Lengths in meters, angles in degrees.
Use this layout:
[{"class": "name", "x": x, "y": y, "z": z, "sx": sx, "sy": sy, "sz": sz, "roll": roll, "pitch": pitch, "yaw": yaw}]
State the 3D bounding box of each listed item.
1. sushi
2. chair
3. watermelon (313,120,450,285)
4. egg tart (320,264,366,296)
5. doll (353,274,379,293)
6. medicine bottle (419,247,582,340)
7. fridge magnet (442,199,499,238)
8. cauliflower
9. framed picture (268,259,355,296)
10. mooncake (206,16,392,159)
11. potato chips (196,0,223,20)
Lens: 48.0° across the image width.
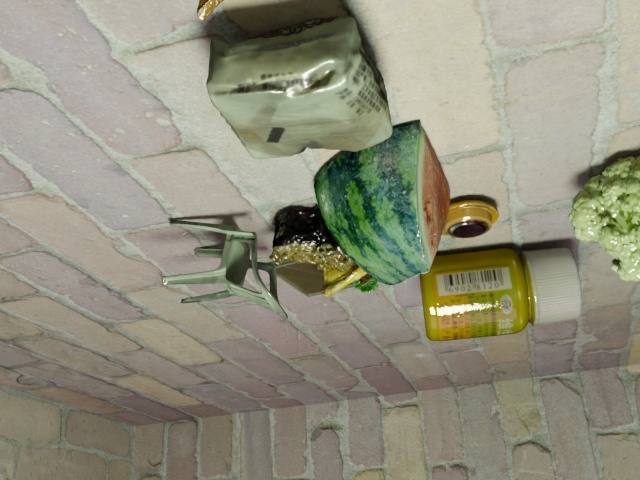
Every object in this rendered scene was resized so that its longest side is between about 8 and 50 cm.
[{"class": "sushi", "x": 0.000, "y": 0.000, "z": 1.630, "sx": 0.212, "sy": 0.115, "sz": 0.147, "roll": 14, "pitch": 151, "yaw": -31}, {"class": "chair", "x": -0.200, "y": 0.074, "z": 1.629, "sx": 0.274, "sy": 0.191, "sz": 0.203, "roll": 1, "pitch": 156, "yaw": 14}, {"class": "watermelon", "x": 0.177, "y": -0.078, "z": 1.410, "sx": 0.292, "sy": 0.283, "sz": 0.250, "roll": -23, "pitch": 176, "yaw": -19}, {"class": "egg tart", "x": 0.071, "y": 0.066, "z": 1.777, "sx": 0.191, "sy": 0.074, "sz": 0.191, "roll": -32, "pitch": 180, "yaw": 0}, {"class": "doll", "x": 0.127, "y": 0.099, "z": 1.943, "sx": 0.078, "sy": 0.077, "sz": 0.113, "roll": -42, "pitch": 177, "yaw": 11}, {"class": "medicine bottle", "x": 0.452, "y": 0.132, "z": 1.844, "sx": 0.384, "sy": 0.224, "sz": 0.224, "roll": -8, "pitch": 155, "yaw": 7}, {"class": "fridge magnet", "x": 0.333, "y": -0.048, "z": 1.630, "sx": 0.143, "sy": 0.063, "sz": 0.143, "roll": 0, "pitch": 156, "yaw": 0}, {"class": "cauliflower", "x": 0.683, "y": -0.036, "z": 1.475, "sx": 0.326, "sy": 0.261, "sz": 0.281, "roll": 10, "pitch": 156, "yaw": 23}, {"class": "framed picture", "x": -0.004, "y": 0.095, "z": 1.939, "sx": 0.189, "sy": 0.023, "sz": 0.260, "roll": -14, "pitch": 153, "yaw": 21}, {"class": "mooncake", "x": -0.029, "y": -0.233, "z": 1.101, "sx": 0.250, "sy": 0.136, "sz": 0.254, "roll": -7, "pitch": 160, "yaw": 12}, {"class": "potato chips", "x": -0.086, "y": -0.356, "z": 0.955, "sx": 0.204, "sy": 0.037, "sz": 0.026, "roll": -22, "pitch": 160, "yaw": 24}]
